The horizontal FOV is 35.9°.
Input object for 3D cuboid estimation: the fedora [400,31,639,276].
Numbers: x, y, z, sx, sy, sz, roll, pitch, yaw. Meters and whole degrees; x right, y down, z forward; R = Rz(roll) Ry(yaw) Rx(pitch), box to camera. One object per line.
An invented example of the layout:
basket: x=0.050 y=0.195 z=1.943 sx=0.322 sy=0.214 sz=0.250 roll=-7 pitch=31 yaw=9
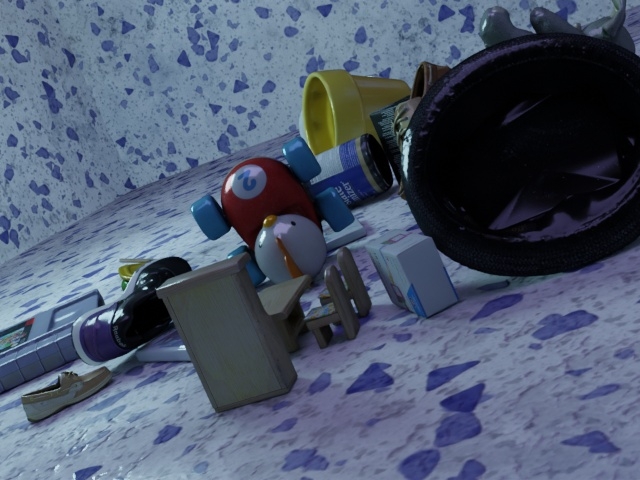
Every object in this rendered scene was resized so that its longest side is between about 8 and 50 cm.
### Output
fedora: x=0.272 y=-0.092 z=1.224 sx=0.334 sy=0.334 sz=0.152 roll=-21 pitch=-19 yaw=8

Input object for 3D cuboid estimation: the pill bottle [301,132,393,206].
pill bottle: x=0.027 y=-0.122 z=2.011 sx=0.219 sy=0.123 sz=0.123 roll=-23 pitch=11 yaw=19

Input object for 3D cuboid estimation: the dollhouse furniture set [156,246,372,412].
dollhouse furniture set: x=-0.081 y=0.077 z=1.222 sx=0.212 sy=0.161 sz=0.242 roll=-19 pitch=12 yaw=18

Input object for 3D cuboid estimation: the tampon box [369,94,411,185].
tampon box: x=0.198 y=-0.211 z=1.999 sx=0.120 sy=0.161 sz=0.101 roll=-28 pitch=11 yaw=-31

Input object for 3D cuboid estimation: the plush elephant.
plush elephant: x=0.466 y=-0.332 z=1.826 sx=0.330 sy=0.272 sz=0.255 roll=18 pitch=47 yaw=27

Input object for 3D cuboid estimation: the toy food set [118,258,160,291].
toy food set: x=-0.326 y=0.086 z=1.911 sx=0.128 sy=0.071 sz=0.218 roll=-1 pitch=9 yaw=-13

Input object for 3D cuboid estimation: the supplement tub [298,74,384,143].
supplement tub: x=0.085 y=-0.345 z=2.751 sx=0.191 sy=0.191 sz=0.272 roll=-13 pitch=15 yaw=40

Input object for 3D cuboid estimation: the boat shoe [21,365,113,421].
boat shoe: x=-0.368 y=0.214 z=1.435 sx=0.135 sy=0.045 sz=0.050 roll=-28 pitch=13 yaw=-23

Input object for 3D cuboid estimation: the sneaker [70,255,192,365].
sneaker: x=-0.261 y=0.106 z=1.579 sx=0.124 sy=0.107 sz=0.283 roll=-17 pitch=18 yaw=32

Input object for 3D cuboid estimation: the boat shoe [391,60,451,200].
boat shoe: x=0.188 y=-0.210 z=1.853 sx=0.122 sy=0.120 sz=0.324 roll=-54 pitch=12 yaw=52

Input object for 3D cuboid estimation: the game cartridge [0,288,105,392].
game cartridge: x=-0.515 y=0.181 z=1.841 sx=0.230 sy=0.068 sz=0.355 roll=-20 pitch=11 yaw=-9

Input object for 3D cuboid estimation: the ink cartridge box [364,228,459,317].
ink cartridge box: x=0.110 y=0.038 z=1.217 sx=0.052 sy=0.088 sz=0.122 roll=-28 pitch=12 yaw=-10

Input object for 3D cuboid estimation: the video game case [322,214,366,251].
video game case: x=0.000 y=0.000 z=1.775 sx=0.157 sy=0.019 sz=0.143 roll=-23 pitch=12 yaw=-1

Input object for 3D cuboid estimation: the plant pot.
plant pot: x=0.105 y=-0.310 z=2.489 sx=0.239 sy=0.254 sz=0.254 roll=-9 pitch=7 yaw=-17

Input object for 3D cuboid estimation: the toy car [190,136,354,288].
toy car: x=-0.063 y=-0.014 z=1.561 sx=0.219 sy=0.210 sz=0.238 roll=-33 pitch=24 yaw=3

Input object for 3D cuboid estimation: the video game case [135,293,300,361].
video game case: x=-0.155 y=0.128 z=1.479 sx=0.183 sy=0.023 sz=0.201 roll=-32 pitch=15 yaw=-38
